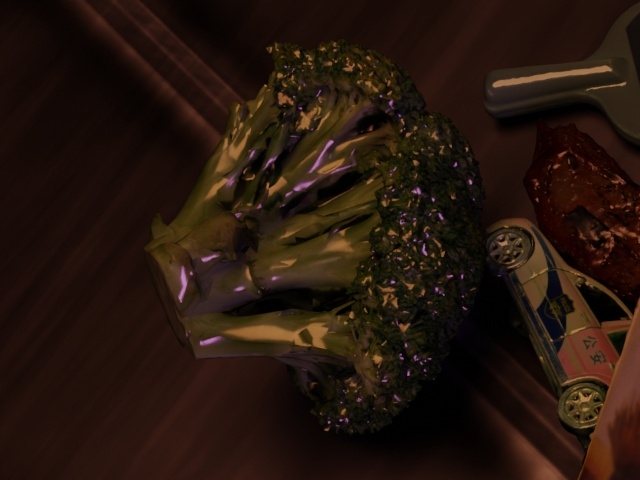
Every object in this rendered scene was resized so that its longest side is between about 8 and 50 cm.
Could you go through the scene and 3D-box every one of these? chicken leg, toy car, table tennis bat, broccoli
[{"bbox_3d":[0.215,-0.008,1.318,0.234,0.063,0.105,27,67,38],"label":"chicken leg"},{"bbox_3d":[0.174,0.074,1.266,0.076,0.090,0.224,-26,51,4],"label":"toy car"},{"bbox_3d":[0.234,-0.122,1.405,0.237,0.038,0.149,-6,58,19],"label":"table tennis bat"},{"bbox_3d":[0.000,0.000,1.298,0.241,0.269,0.261,-22,11,-20],"label":"broccoli"}]

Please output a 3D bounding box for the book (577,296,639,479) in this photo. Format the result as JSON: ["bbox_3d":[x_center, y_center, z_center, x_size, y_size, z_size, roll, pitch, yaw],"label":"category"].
[{"bbox_3d":[0.302,0.090,1.072,0.300,0.039,0.428,18,88,38],"label":"book"}]
